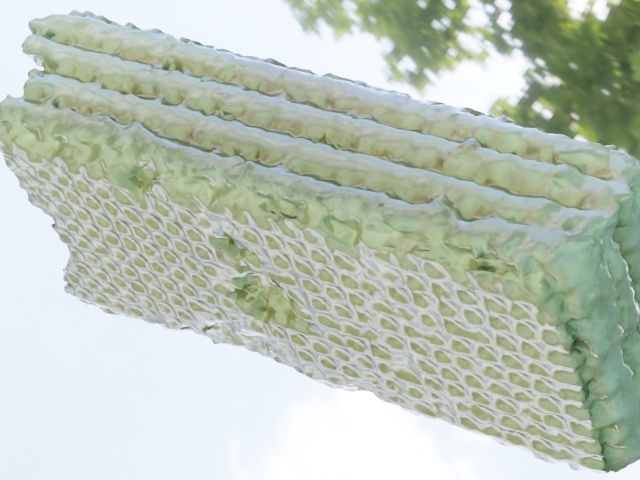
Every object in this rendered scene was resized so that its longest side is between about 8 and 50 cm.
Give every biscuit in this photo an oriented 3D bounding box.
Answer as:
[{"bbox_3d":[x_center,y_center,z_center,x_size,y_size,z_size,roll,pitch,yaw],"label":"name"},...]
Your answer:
[{"bbox_3d":[0.000,0.000,0.610,0.062,0.239,0.108,-52,-38,-28],"label":"biscuit"}]
